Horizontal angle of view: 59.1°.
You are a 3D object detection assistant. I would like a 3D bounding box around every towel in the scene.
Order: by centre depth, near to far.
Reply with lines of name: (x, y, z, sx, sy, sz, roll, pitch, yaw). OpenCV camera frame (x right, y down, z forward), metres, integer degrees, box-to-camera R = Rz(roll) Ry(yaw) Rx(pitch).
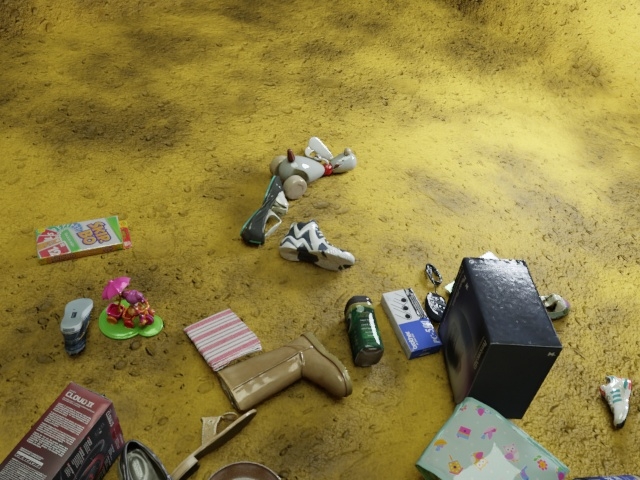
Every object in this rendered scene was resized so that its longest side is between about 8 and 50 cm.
towel: (-0.261, 0.260, 1.495, 0.144, 0.029, 0.197, -21, 34, -28)

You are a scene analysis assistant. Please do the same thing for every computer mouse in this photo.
computer mouse: (0.340, 0.160, 1.714, 0.071, 0.041, 0.242, 22, 37, -11)

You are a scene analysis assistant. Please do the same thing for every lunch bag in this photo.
lunch bag: (0.370, 0.513, 1.268, 0.262, 0.160, 0.223, 39, 66, 20)

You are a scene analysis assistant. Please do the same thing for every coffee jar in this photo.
coffee jar: (0.116, 0.244, 1.550, 0.079, 0.096, 0.184, 1, 47, -13)

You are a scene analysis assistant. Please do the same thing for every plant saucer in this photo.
plant saucer: (-0.168, 0.582, 1.220, 0.199, 0.036, 0.198, 5, 46, -5)

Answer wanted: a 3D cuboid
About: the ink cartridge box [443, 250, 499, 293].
ink cartridge box: (0.492, 0.120, 1.739, 0.209, 0.062, 0.109, -23, 54, -35)

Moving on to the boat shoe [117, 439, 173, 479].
boat shoe: (-0.348, 0.544, 1.186, 0.103, 0.092, 0.285, -24, 54, -28)

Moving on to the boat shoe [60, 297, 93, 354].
boat shoe: (-0.639, 0.221, 1.478, 0.065, 0.083, 0.183, 0, 19, -10)

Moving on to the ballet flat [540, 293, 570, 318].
ballet flat: (0.668, 0.195, 1.699, 0.222, 0.079, 0.077, -6, 47, -15)

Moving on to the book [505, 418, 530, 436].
book: (0.435, 0.504, 1.400, 0.144, 0.035, 0.096, -31, 56, -30)

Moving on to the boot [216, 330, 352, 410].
boot: (-0.089, 0.358, 1.414, 0.270, 0.089, 0.236, -21, 37, -28)

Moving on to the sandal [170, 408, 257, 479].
sandal: (-0.260, 0.445, 1.301, 0.079, 0.088, 0.240, 41, 58, 19)

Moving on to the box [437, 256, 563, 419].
box: (0.437, 0.247, 1.440, 0.183, 0.296, 0.294, 3, 40, -5)

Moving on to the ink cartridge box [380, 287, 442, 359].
ink cartridge box: (0.256, 0.234, 1.617, 0.097, 0.046, 0.207, -10, 49, -16)

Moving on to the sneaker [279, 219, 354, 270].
sneaker: (0.000, 0.000, 1.767, 0.235, 0.094, 0.153, 7, 53, 12)

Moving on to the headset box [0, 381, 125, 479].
headset box: (-0.525, 0.453, 1.159, 0.110, 0.218, 0.293, 21, 48, 11)

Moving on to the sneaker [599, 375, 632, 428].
sneaker: (0.787, 0.430, 1.518, 0.075, 0.057, 0.161, 13, 45, 27)

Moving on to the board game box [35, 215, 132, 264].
board game box: (-0.712, -0.005, 1.702, 0.259, 0.039, 0.124, -10, 49, -22)

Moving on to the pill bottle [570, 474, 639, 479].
pill bottle: (0.635, 0.598, 1.274, 0.219, 0.122, 0.122, 1, 46, -9)

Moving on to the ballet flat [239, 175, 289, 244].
ballet flat: (-0.165, -0.091, 1.840, 0.096, 0.095, 0.280, 25, 57, 1)

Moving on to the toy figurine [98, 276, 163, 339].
toy figurine: (-0.504, 0.168, 1.479, 0.173, 0.159, 0.130, 15, 46, 4)

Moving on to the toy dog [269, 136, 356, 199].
toy dog: (-0.025, -0.284, 1.991, 0.220, 0.161, 0.334, 33, 50, 21)
